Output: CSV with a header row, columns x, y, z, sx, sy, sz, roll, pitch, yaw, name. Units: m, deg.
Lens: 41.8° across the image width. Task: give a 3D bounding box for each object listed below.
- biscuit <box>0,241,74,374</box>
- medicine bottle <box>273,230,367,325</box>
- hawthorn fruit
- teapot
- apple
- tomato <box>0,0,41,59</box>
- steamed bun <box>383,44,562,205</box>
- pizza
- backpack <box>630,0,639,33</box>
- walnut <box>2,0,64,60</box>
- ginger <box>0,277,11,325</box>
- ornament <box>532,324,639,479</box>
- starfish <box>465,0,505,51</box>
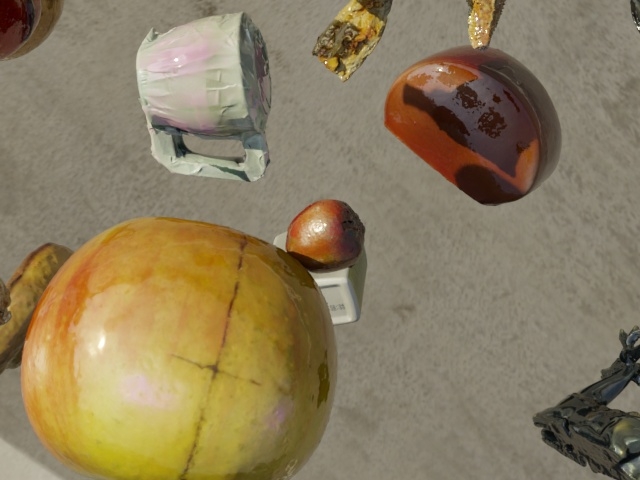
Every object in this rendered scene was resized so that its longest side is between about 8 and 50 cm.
x,y,z,sx,sy,sz,roll,pitch,yaw,name
-0.452,0.106,1.316,0.091,0.274,0.213,36,98,-6,biscuit
-0.003,0.034,1.205,0.132,0.188,0.088,-9,124,16,medicine bottle
0.004,-0.004,0.788,0.077,0.077,0.077,4,113,8,hawthorn fruit
-0.159,-0.202,1.167,0.178,0.163,0.221,-4,138,8,teapot
-0.121,0.105,0.757,0.286,0.286,0.233,8,74,7,apple
-0.426,-0.355,1.080,0.101,0.228,0.227,-13,110,11,tomato
0.342,-0.267,1.780,0.379,0.235,0.248,40,127,12,steamed bun
0.044,-0.339,1.440,0.062,0.161,0.182,23,148,-33,pizza
0.473,-0.396,1.150,0.133,0.206,0.258,-2,92,42,backpack
-0.505,-0.385,1.352,0.197,0.165,0.165,-28,106,32,walnut
-0.418,0.040,0.944,0.190,0.095,0.068,32,105,30,ginger
0.399,0.181,1.034,0.236,0.202,0.080,-36,103,-15,ornament
0.179,-0.316,0.861,0.241,0.043,0.227,-22,117,-16,starfish
